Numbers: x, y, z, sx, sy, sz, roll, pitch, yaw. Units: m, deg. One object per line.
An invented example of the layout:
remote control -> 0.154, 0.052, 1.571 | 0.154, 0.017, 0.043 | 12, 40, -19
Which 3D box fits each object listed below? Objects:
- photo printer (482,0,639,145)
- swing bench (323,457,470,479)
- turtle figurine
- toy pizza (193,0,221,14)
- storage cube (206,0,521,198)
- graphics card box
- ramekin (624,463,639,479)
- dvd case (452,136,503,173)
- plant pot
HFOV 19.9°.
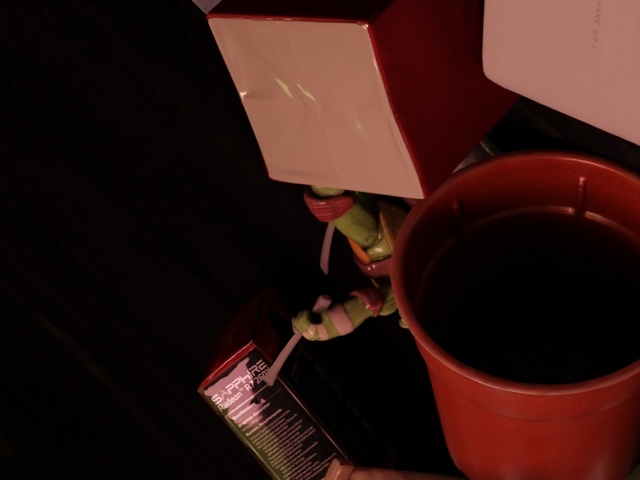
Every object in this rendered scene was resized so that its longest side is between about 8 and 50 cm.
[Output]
photo printer -> 0.281, -0.186, 1.447 | 0.307, 0.107, 0.256 | 26, 141, 24
swing bench -> 0.155, 0.332, 1.768 | 0.254, 0.253, 0.165 | 21, 98, 54
turtle figurine -> 0.000, 0.000, 1.831 | 0.274, 0.198, 0.266 | 6, 130, 45
toy pizza -> -0.079, -0.284, 1.768 | 0.201, 0.032, 0.201 | 27, 143, 23
storage cube -> 0.047, -0.169, 1.623 | 0.215, 0.193, 0.184 | 8, 132, 38
graphics card box -> 0.022, 0.240, 2.039 | 0.094, 0.233, 0.371 | -39, 99, 11
ramekin -> 0.373, 0.395, 1.912 | 0.303, 0.148, 0.303 | 26, 141, 24
dvd case -> 0.140, -0.065, 1.791 | 0.087, 0.013, 0.119 | 45, 147, -1
plant pot -> 0.209, 0.103, 1.702 | 0.272, 0.272, 0.265 | 26, 148, 24
